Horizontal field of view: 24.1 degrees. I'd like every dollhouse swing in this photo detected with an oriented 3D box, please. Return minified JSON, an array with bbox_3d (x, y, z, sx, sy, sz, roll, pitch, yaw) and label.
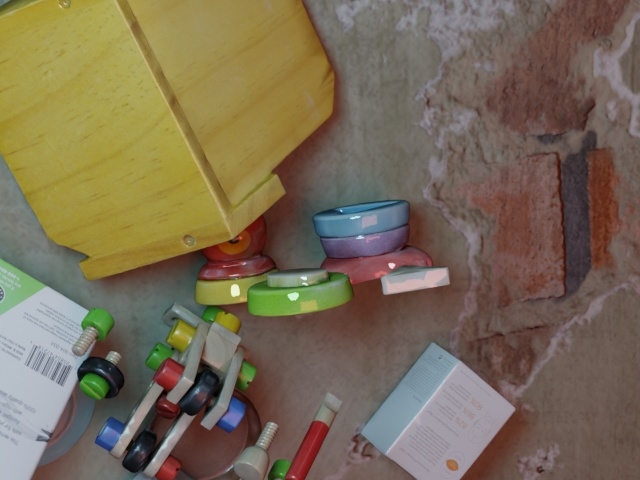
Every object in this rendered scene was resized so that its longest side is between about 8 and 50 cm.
[{"bbox_3d":[-0.201,-0.199,1.872,0.315,0.305,0.347,-16,113,26],"label":"dollhouse swing"}]

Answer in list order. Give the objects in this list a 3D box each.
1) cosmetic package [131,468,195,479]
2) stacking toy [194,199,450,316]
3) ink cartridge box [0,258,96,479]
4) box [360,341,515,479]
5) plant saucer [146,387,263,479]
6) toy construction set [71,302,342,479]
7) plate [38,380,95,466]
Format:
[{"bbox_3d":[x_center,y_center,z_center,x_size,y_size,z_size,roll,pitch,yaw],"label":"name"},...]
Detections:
[{"bbox_3d":[-0.272,0.495,1.950,0.385,0.217,0.156,-45,118,3],"label":"cosmetic package"},{"bbox_3d":[0.000,0.000,1.908,0.308,0.279,0.130,-11,98,-18],"label":"stacking toy"},{"bbox_3d":[-0.415,0.173,1.815,0.198,0.114,0.273,34,66,-26],"label":"ink cartridge box"},{"bbox_3d":[0.167,0.257,2.142,0.130,0.091,0.170,41,87,-27],"label":"box"},{"bbox_3d":[-0.162,0.269,2.047,0.168,0.029,0.169,-6,107,-21],"label":"plant saucer"},{"bbox_3d":[-0.121,0.173,1.887,0.257,0.308,0.237,96,18,-48],"label":"toy construction set"},{"bbox_3d":[-0.382,0.213,1.944,0.188,0.024,0.188,-6,108,-20],"label":"plate"}]
